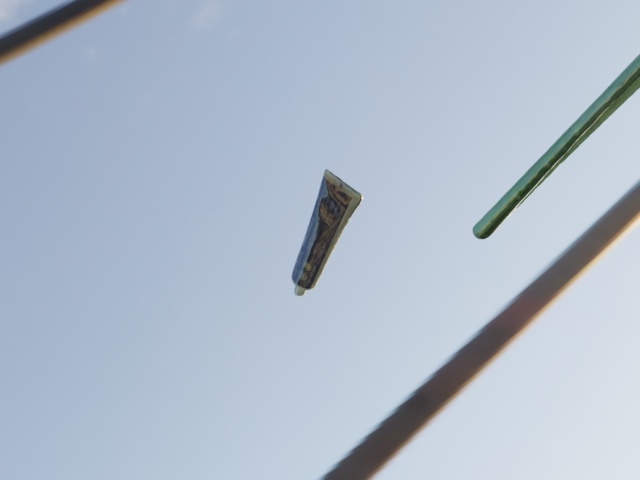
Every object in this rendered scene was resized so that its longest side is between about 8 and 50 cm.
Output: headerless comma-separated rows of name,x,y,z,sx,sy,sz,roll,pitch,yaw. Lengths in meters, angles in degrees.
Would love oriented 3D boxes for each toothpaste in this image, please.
toothpaste,0.000,0.000,0.886,0.021,0.037,0.140,-43,-17,-42

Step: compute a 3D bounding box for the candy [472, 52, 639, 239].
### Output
candy,0.107,-0.060,0.325,0.061,0.061,0.202,4,-39,-37
